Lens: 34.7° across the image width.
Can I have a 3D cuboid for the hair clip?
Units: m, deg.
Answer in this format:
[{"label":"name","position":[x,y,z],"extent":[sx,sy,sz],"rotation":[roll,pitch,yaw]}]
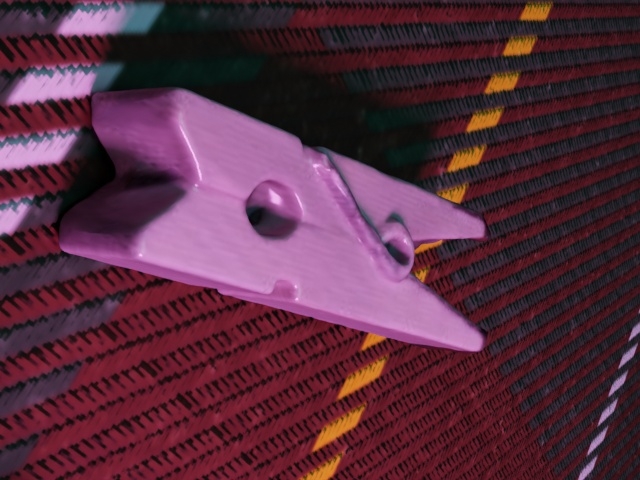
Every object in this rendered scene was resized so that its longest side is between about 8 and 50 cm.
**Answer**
[{"label":"hair clip","position":[-0.004,-0.001,0.604],"extent":[0.330,0.085,0.101],"rotation":[17,83,-51]}]
